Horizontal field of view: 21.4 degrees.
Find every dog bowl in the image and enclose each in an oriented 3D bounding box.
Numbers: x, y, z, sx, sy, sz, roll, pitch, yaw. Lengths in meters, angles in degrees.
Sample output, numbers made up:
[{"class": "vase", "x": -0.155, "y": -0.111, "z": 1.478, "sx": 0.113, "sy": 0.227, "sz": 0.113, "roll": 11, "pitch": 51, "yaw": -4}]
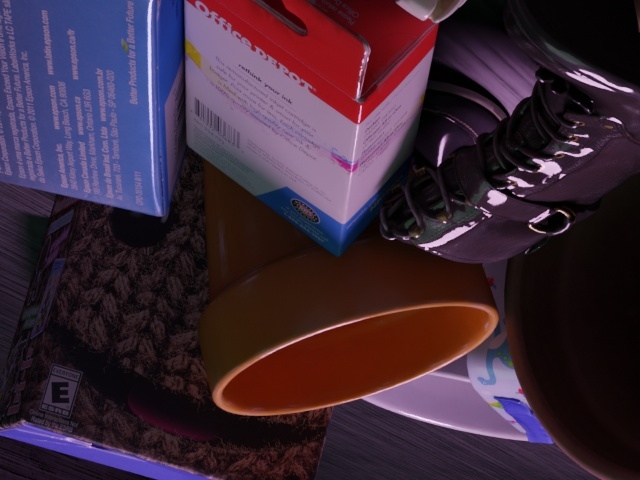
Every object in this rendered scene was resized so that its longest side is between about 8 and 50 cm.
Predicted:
[{"class": "dog bowl", "x": 0.155, "y": 0.122, "z": 1.741, "sx": 0.265, "sy": 0.104, "sz": 0.265, "roll": 13, "pitch": 165, "yaw": 4}]

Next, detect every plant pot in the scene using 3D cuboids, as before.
[{"class": "plant pot", "x": 0.295, "y": 0.038, "z": 1.153, "sx": 0.229, "sy": 0.263, "sz": 0.263, "roll": 3, "pitch": 176, "yaw": -44}, {"class": "plant pot", "x": 0.000, "y": 0.000, "z": 1.195, "sx": 0.205, "sy": 0.188, "sz": 0.205, "roll": -15, "pitch": 161, "yaw": -5}]

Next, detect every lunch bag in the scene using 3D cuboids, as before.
[{"class": "lunch bag", "x": 0.192, "y": 0.071, "z": 1.403, "sx": 0.090, "sy": 0.176, "sz": 0.219, "roll": 7, "pitch": 162, "yaw": 25}]

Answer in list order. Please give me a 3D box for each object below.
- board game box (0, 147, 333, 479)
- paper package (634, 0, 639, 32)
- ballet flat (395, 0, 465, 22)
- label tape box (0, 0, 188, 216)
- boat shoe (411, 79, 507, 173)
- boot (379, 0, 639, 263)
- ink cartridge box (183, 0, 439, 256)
[{"class": "board game box", "x": -0.098, "y": 0.038, "z": 1.322, "sx": 0.232, "sy": 0.291, "sz": 0.141, "roll": 18, "pitch": 165, "yaw": -17}, {"class": "paper package", "x": 0.313, "y": -0.118, "z": 0.569, "sx": 0.309, "sy": 0.168, "sz": 0.325, "roll": 28, "pitch": 163, "yaw": -2}, {"class": "ballet flat", "x": 0.075, "y": -0.159, "z": 0.885, "sx": 0.077, "sy": 0.079, "sz": 0.221, "roll": 26, "pitch": 162, "yaw": -14}, {"class": "label tape box", "x": -0.246, "y": -0.149, "z": 1.049, "sx": 0.334, "sy": 0.106, "sz": 0.240, "roll": 13, "pitch": 148, "yaw": 3}, {"class": "boat shoe", "x": 0.101, "y": -0.054, "z": 1.250, "sx": 0.075, "sy": 0.065, "sz": 0.206, "roll": 11, "pitch": 163, "yaw": 19}, {"class": "boot", "x": 0.123, "y": -0.055, "z": 1.000, "sx": 0.229, "sy": 0.091, "sz": 0.263, "roll": -30, "pitch": 149, "yaw": 32}, {"class": "ink cartridge box", "x": -0.009, "y": -0.105, "z": 1.011, "sx": 0.134, "sy": 0.078, "sz": 0.231, "roll": 37, "pitch": 155, "yaw": 15}]
